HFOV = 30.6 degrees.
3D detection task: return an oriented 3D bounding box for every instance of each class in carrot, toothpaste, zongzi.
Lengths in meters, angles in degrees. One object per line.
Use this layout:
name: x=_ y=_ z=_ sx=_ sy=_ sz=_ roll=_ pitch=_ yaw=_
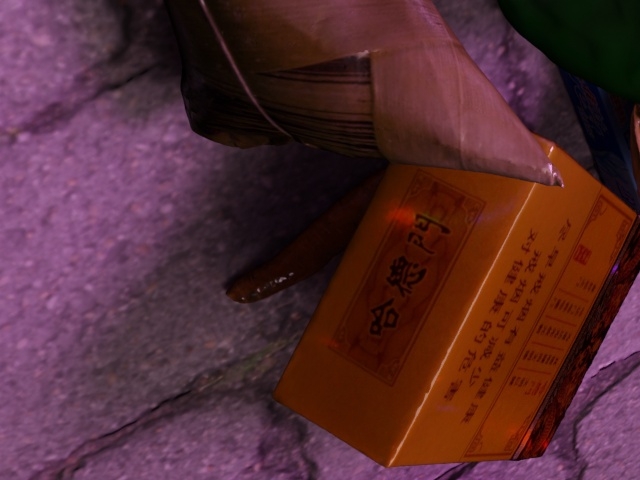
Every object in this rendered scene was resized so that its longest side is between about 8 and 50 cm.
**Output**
carrot: x=0.000 y=0.000 z=1.036 sx=0.191 sy=0.047 sz=0.047 roll=-35 pitch=134 yaw=2
toothpaste: x=0.284 y=-0.112 z=1.113 sx=0.053 sy=0.066 sz=0.272 roll=-37 pitch=134 yaw=-3
zongzi: x=0.015 y=-0.174 z=0.738 sx=0.145 sy=0.300 sz=0.273 roll=-44 pitch=137 yaw=-31

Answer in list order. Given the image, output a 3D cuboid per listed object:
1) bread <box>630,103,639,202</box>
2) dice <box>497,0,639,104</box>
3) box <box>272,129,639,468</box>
bread: x=0.387 y=-0.101 z=1.067 sx=0.153 sy=0.119 sz=0.288 roll=-25 pitch=172 yaw=33
dice: x=0.307 y=-0.276 z=0.852 sx=0.287 sy=0.297 sz=0.300 roll=-14 pitch=127 yaw=-27
box: x=0.148 y=0.054 z=0.992 sx=0.415 sy=0.116 sz=0.264 roll=16 pitch=101 yaw=-63
